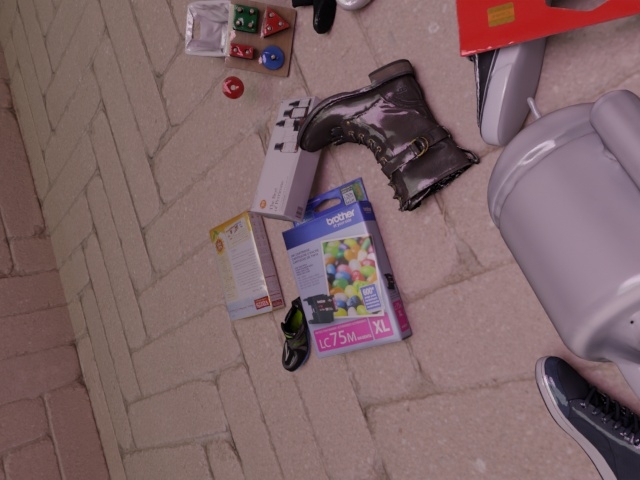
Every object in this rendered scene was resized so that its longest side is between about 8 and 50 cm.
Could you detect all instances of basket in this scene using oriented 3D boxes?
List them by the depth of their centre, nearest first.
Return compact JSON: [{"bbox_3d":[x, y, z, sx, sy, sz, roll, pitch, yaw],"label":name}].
[{"bbox_3d":[-0.214,-0.464,1.024,0.167,0.103,0.113,22,111,39],"label":"basket"}]

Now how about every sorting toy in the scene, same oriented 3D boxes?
[{"bbox_3d":[-0.121,-0.421,0.926,0.046,0.132,0.275,-116,34,-71],"label":"sorting toy"}]

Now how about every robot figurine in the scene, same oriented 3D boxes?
[{"bbox_3d":[0.315,-0.011,0.498,0.199,0.300,0.354,-16,51,3],"label":"robot figurine"}]

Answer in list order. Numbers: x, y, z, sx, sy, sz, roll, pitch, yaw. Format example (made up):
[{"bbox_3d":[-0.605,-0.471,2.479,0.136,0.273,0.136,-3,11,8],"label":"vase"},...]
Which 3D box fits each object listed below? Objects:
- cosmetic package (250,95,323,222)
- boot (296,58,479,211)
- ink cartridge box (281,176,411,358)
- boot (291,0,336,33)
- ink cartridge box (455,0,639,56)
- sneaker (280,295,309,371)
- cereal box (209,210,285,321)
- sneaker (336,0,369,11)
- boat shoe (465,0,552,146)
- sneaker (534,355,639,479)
[{"bbox_3d":[-0.059,-0.160,0.902,0.098,0.060,0.239,8,82,43],"label":"cosmetic package"},{"bbox_3d":[0.100,-0.151,0.769,0.263,0.091,0.229,-29,78,25],"label":"boot"},{"bbox_3d":[0.037,0.054,0.873,0.185,0.065,0.311,-20,80,29],"label":"ink cartridge box"},{"bbox_3d":[-0.017,-0.463,0.883,0.099,0.045,0.121,22,103,36],"label":"boot"},{"bbox_3d":[0.290,-0.375,0.509,0.296,0.066,0.261,-6,80,23],"label":"ink cartridge box"},{"bbox_3d":[-0.058,0.199,0.988,0.067,0.078,0.188,30,115,36],"label":"sneaker"},{"bbox_3d":[-0.182,0.065,1.104,0.173,0.047,0.240,-20,83,42],"label":"cereal box"},{"bbox_3d":[0.079,-0.489,0.733,0.090,0.115,0.232,34,122,6],"label":"sneaker"},{"bbox_3d":[0.244,-0.283,0.629,0.102,0.108,0.301,14,103,40],"label":"boat shoe"},{"bbox_3d":[0.394,0.222,0.563,0.226,0.086,0.163,54,139,11],"label":"sneaker"}]
